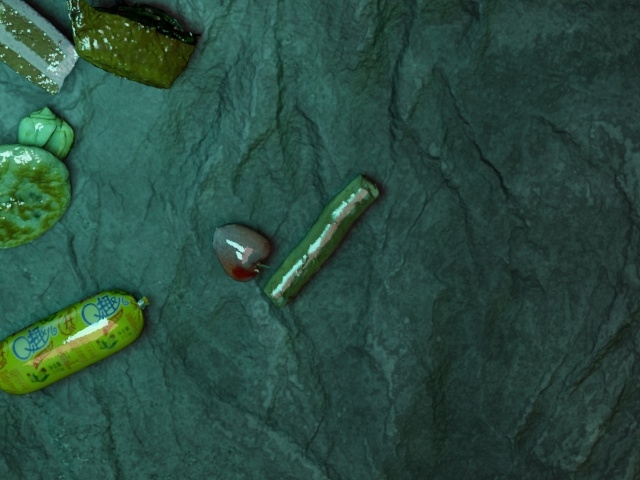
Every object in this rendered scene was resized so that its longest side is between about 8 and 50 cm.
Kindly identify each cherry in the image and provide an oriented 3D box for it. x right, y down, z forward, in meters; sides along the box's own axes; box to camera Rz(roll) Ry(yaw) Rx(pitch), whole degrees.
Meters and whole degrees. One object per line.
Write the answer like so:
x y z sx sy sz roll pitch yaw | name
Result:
-0.153 0.019 1.977 0.106 0.087 0.126 -29 91 3 | cherry

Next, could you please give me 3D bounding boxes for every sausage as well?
-0.488 0.195 1.928 0.347 0.123 0.123 -27 109 -4 | sausage

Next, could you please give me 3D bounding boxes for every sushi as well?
-0.352 -0.366 1.793 0.287 0.149 0.140 16 91 -37 | sushi

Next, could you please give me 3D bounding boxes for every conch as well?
-0.513 -0.167 1.856 0.105 0.079 0.170 14 116 -12 | conch

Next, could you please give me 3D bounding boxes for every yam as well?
0.000 0.000 2.017 0.071 0.067 0.317 37 96 -33 | yam

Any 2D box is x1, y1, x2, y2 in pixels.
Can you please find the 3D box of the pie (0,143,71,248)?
-0.568 -0.077 1.821 0.240 0.054 0.240 -21 140 -18 | pie

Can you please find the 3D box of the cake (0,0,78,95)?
-0.558 -0.380 1.788 0.295 0.113 0.116 40 88 -7 | cake
